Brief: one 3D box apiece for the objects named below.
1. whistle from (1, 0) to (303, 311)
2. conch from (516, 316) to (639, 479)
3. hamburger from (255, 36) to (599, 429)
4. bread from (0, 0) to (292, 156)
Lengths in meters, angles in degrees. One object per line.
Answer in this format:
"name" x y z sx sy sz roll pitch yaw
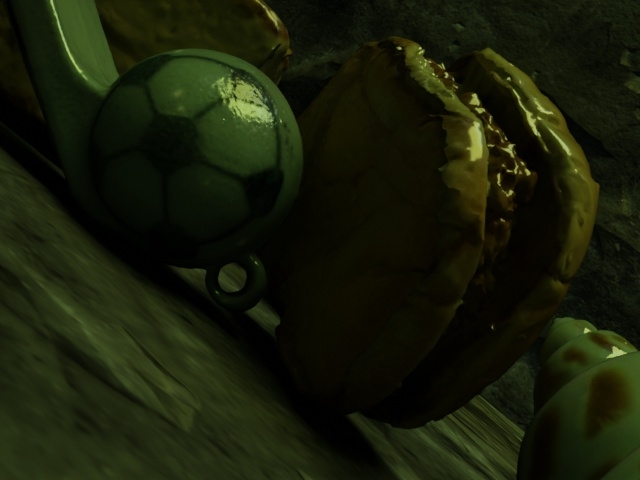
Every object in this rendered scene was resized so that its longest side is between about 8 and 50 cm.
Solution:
"whistle" -0.100 -0.088 0.651 0.163 0.163 0.290 22 48 -86
"conch" 0.227 0.186 0.589 0.249 0.197 0.368 15 9 -34
"hamburger" 0.061 -0.015 0.671 0.144 0.259 0.283 17 34 -30
"bread" -0.186 -0.180 0.851 0.279 0.207 0.279 38 3 -2
